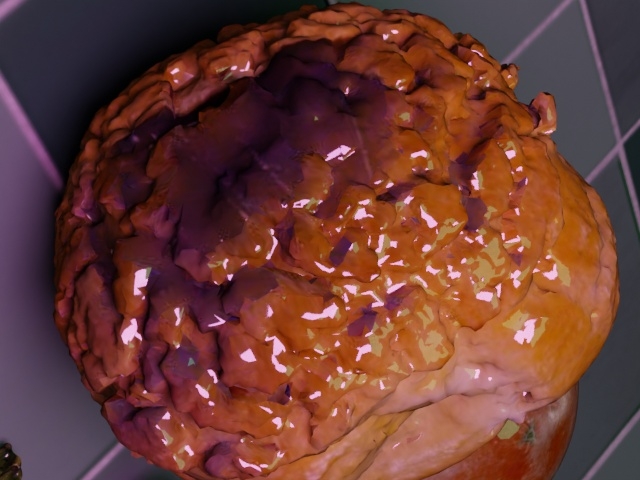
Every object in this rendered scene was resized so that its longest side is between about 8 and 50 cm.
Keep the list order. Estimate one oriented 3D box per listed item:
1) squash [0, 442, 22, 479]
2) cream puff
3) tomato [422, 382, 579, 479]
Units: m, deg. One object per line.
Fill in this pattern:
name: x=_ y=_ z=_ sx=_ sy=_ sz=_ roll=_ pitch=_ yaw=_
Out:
squash: x=-0.276 y=0.209 z=0.878 sx=0.252 sy=0.066 sz=0.066 roll=-30 pitch=126 yaw=-34
cream puff: x=0.000 y=0.000 z=0.878 sx=0.231 sy=0.343 sz=0.327 roll=62 pitch=41 yaw=-55
tomato: x=0.072 y=0.114 z=1.080 sx=0.270 sy=0.222 sz=0.270 roll=-18 pitch=116 yaw=-42
